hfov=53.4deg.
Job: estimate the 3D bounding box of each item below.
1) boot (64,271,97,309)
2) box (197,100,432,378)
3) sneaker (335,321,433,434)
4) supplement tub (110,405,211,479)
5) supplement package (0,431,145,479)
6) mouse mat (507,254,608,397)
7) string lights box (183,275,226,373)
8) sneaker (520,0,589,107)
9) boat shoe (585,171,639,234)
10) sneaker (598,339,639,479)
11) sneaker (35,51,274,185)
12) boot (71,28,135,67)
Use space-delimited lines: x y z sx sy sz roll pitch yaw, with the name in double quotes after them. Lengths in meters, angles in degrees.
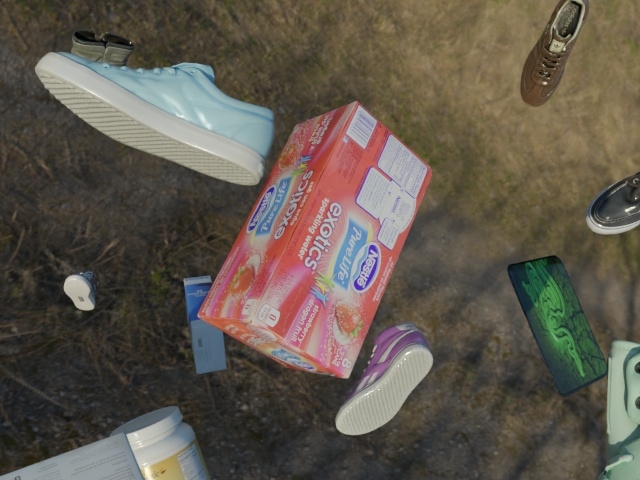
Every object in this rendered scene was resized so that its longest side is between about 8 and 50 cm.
-0.649 0.114 1.731 0.069 0.190 0.086 3 60 -11 "boot"
0.000 0.000 0.795 0.154 0.142 0.300 35 68 -27 "box"
0.134 0.305 1.436 0.102 0.282 0.161 37 15 -23 "sneaker"
-0.429 0.639 1.741 0.228 0.228 0.316 -21 92 -48 "supplement tub"
-0.339 0.464 0.912 0.199 0.198 0.263 -13 53 -35 "supplement package"
0.336 0.114 0.895 0.152 0.007 0.190 -7 71 -42 "mouse mat"
-0.300 0.208 1.632 0.076 0.260 0.133 -7 116 -13 "string lights box"
0.372 -0.308 1.029 0.071 0.066 0.188 -30 141 -65 "sneaker"
0.529 -0.084 0.999 0.076 0.228 0.080 56 12 -67 "boat shoe"
0.172 0.147 0.383 0.094 0.256 0.151 31 43 -43 "sneaker"
-0.242 -0.219 0.995 0.366 0.135 0.150 24 70 -16 "sneaker"
-0.434 -0.361 1.377 0.246 0.161 0.083 -2 50 -48 "boot"
